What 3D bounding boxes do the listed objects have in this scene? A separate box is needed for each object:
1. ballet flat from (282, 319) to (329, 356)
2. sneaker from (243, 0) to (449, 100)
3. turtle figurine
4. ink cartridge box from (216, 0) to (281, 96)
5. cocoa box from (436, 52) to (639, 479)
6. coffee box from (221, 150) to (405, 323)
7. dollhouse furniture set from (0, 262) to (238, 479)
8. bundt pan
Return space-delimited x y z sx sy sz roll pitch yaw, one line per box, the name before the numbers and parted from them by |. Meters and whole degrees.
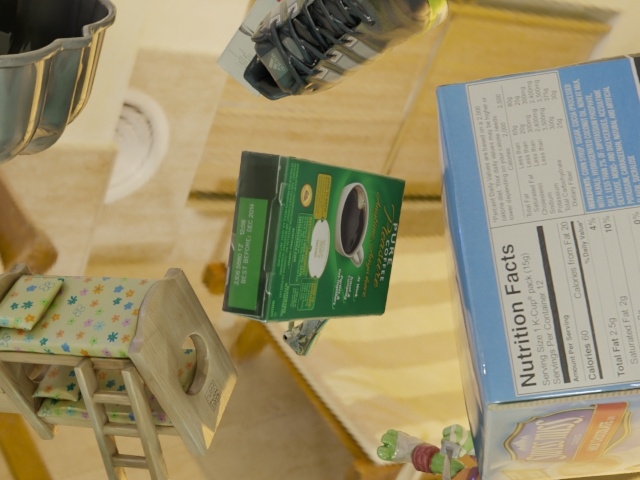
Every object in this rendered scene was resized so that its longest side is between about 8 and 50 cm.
ballet flat | -0.016 0.124 1.747 0.070 0.188 0.070 13 49 -16
sneaker | 0.012 -0.177 0.903 0.111 0.121 0.300 51 -13 -1
turtle figurine | 0.162 0.354 1.502 0.274 0.198 0.266 -36 21 -32
ink cartridge box | -0.034 -0.239 1.141 0.063 0.150 0.109 38 43 -6
cocoa box | 0.214 0.041 0.822 0.228 0.347 0.231 -8 69 5
coffee box | 0.000 0.000 0.781 0.040 0.113 0.184 9 4 29
dollhouse furniture set | -0.165 0.097 0.577 0.182 0.101 0.161 0 46 23
bundt pan | -0.336 -0.155 0.894 0.331 0.124 0.331 8 30 -5
